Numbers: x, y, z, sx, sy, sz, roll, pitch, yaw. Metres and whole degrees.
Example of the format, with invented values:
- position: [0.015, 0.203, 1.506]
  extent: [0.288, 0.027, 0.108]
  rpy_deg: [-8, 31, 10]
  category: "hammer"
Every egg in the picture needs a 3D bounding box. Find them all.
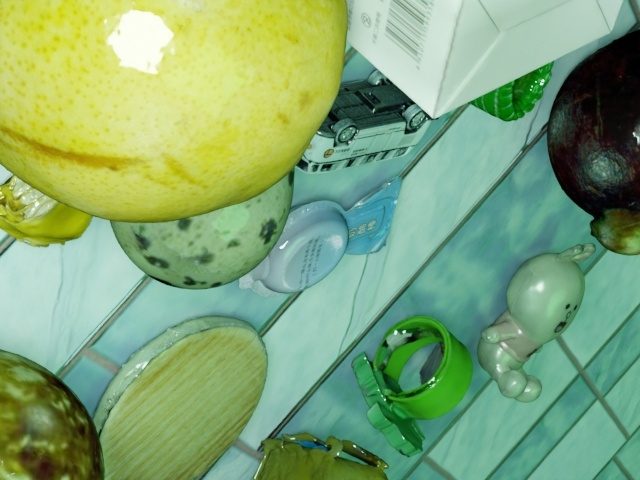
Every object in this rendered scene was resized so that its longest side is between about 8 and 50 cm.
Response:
- position: [-0.336, 0.211, 1.214]
  extent: [0.238, 0.238, 0.289]
  rpy_deg: [-51, 136, 1]
  category: "egg"
- position: [-0.110, -0.064, 1.267]
  extent: [0.177, 0.177, 0.228]
  rpy_deg: [15, 95, -54]
  category: "egg"

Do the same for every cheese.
- position: [0.000, 0.000, 1.567]
  extent: [0.245, 0.052, 0.135]
  rpy_deg: [-21, 140, -38]
  category: "cheese"

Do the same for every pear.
- position: [-0.137, -0.161, 1.018]
  extent: [0.314, 0.314, 0.314]
  rpy_deg: [-30, 142, -27]
  category: "pear"

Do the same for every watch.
- position: [0.140, 0.197, 1.815]
  extent: [0.152, 0.165, 0.131]
  rpy_deg: [-36, 131, 10]
  category: "watch"

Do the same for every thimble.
- position: [0.217, -0.210, 1.570]
  extent: [0.118, 0.090, 0.130]
  rpy_deg: [-58, 154, 4]
  category: "thimble"

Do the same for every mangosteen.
- position: [0.464, -0.132, 1.748]
  extent: [0.330, 0.330, 0.330]
  rpy_deg: [-30, 142, -27]
  category: "mangosteen"

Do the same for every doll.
- position: [0.322, 0.112, 2.013]
  extent: [0.155, 0.113, 0.275]
  rpy_deg: [7, 110, -49]
  category: "doll"

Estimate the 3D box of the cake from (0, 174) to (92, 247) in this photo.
- position: [-0.215, -0.048, 1.221]
  extent: [0.185, 0.079, 0.116]
  rpy_deg: [-39, 149, 2]
  category: "cake"

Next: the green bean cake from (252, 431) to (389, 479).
- position: [-0.033, 0.418, 1.789]
  extent: [0.202, 0.285, 0.310]
  rpy_deg: [28, 77, -33]
  category: "green bean cake"

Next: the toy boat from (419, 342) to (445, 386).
- position: [0.168, 0.191, 1.919]
  extent: [0.063, 0.016, 0.115]
  rpy_deg: [-60, -174, 13]
  category: "toy boat"

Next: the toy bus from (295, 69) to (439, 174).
- position: [0.034, -0.127, 1.453]
  extent: [0.194, 0.087, 0.089]
  rpy_deg: [-16, 143, -43]
  category: "toy bus"

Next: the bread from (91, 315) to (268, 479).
- position: [-0.169, 0.196, 1.571]
  extent: [0.267, 0.040, 0.267]
  rpy_deg: [-30, 141, -28]
  category: "bread"

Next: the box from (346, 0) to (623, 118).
- position: [0.075, -0.288, 1.111]
  extent: [0.225, 0.341, 0.143]
  rpy_deg: [-28, 149, -29]
  category: "box"
